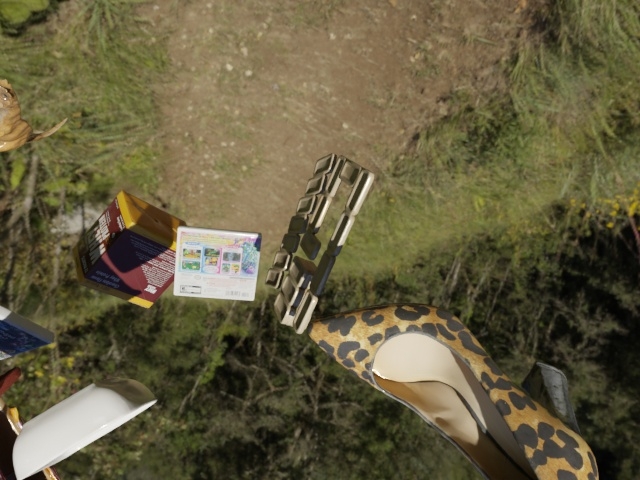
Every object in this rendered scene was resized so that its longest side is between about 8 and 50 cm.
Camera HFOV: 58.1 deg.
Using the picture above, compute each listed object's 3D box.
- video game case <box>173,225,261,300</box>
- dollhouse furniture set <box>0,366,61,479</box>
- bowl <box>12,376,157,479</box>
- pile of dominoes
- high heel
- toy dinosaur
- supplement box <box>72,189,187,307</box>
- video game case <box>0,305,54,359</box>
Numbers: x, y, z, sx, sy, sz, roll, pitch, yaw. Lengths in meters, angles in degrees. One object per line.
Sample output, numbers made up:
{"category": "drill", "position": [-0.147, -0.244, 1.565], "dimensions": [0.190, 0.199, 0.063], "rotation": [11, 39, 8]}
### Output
{"category": "video game case", "position": [-0.199, 0.046, 1.109], "dimensions": [0.157, 0.143, 0.019], "rotation": [5, -158, -10]}
{"category": "dollhouse furniture set", "position": [-0.488, 0.329, 0.661], "dimensions": [0.152, 0.374, 0.201], "rotation": [-104, -11, -78]}
{"category": "bowl", "position": [-0.269, 0.203, 0.657], "dimensions": [0.053, 0.142, 0.142], "rotation": [59, 175, 7]}
{"category": "pile of dominoes", "position": [0.000, 0.000, 0.823], "dimensions": [0.040, 0.251, 0.196], "rotation": [19, -166, -23]}
{"category": "high heel", "position": [0.097, 0.139, 0.492], "dimensions": [0.261, 0.186, 0.093], "rotation": [15, 115, 8]}
{"category": "toy dinosaur", "position": [-0.350, -0.120, 0.647], "dimensions": [0.211, 0.112, 0.064], "rotation": [174, 77, -75]}
{"category": "supplement box", "position": [-0.431, 0.025, 1.341], "dimensions": [0.191, 0.194, 0.129], "rotation": [31, -162, -45]}
{"category": "video game case", "position": [-0.535, 0.134, 0.860], "dimensions": [0.173, 0.022, 0.190], "rotation": [-18, 144, 13]}
